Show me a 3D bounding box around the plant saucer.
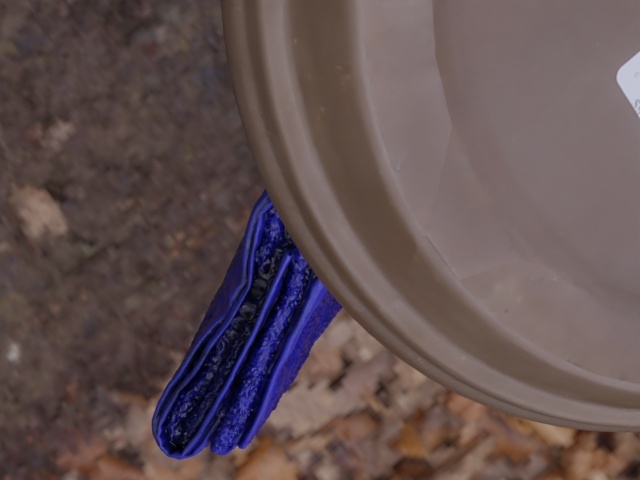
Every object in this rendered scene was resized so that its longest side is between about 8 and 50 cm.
[{"bbox_3d":[0.110,-0.075,0.480,0.278,0.041,0.278,-7,110,-21],"label":"plant saucer"}]

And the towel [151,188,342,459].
[{"bbox_3d":[0.000,0.000,1.260,0.228,0.076,0.308,-62,177,31],"label":"towel"}]
